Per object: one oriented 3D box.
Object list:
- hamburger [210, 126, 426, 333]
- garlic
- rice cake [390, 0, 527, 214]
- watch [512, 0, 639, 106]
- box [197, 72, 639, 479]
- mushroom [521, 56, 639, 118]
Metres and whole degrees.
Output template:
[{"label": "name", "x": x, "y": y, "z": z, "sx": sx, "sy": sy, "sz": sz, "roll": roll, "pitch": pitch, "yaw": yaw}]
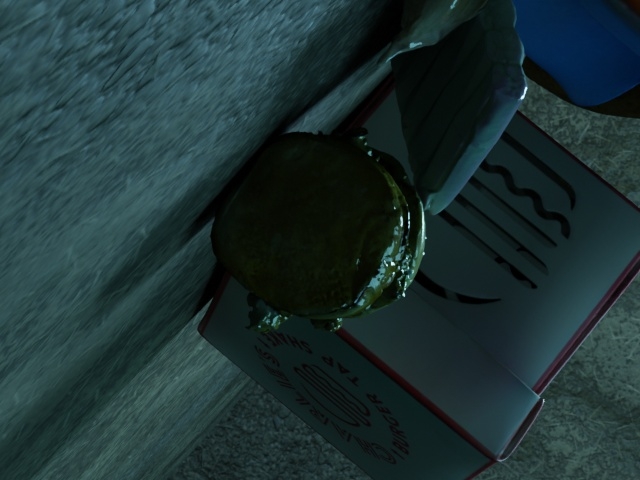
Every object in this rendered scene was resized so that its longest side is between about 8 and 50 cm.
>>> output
[{"label": "hamburger", "x": 0.000, "y": 0.000, "z": 1.537, "sx": 0.185, "sy": 0.159, "sz": 0.131, "roll": -53, "pitch": 170, "yaw": 7}, {"label": "garlic", "x": 0.096, "y": -0.197, "z": 1.404, "sx": 0.084, "sy": 0.066, "sz": 0.152, "roll": -4, "pitch": 140, "yaw": -43}, {"label": "rice cake", "x": 0.106, "y": -0.134, "z": 1.534, "sx": 0.198, "sy": 0.037, "sz": 0.189, "roll": 117, "pitch": -30, "yaw": -53}, {"label": "watch", "x": 0.269, "y": -0.271, "z": 1.588, "sx": 0.305, "sy": 0.241, "sz": 0.274, "roll": -51, "pitch": -167, "yaw": -14}, {"label": "box", "x": 0.101, "y": 0.044, "z": 1.918, "sx": 0.300, "sy": 0.314, "sz": 0.312, "roll": -49, "pitch": 177, "yaw": -20}, {"label": "mushroom", "x": 0.327, "y": -0.268, "z": 1.904, "sx": 0.345, "sy": 0.260, "sz": 0.345, "roll": -11, "pitch": -161, "yaw": 4}]
